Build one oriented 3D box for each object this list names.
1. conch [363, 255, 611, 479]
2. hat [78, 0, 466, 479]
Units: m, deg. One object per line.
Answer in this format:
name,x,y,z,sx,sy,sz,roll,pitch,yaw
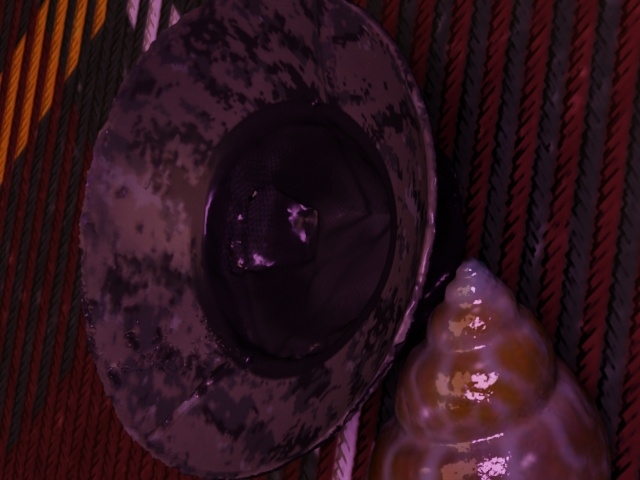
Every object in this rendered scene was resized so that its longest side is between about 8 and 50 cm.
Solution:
conch,0.068,0.108,0.696,0.173,0.106,0.116,129,156,-49
hat,0.000,0.000,0.781,0.265,0.128,0.266,-13,73,48
